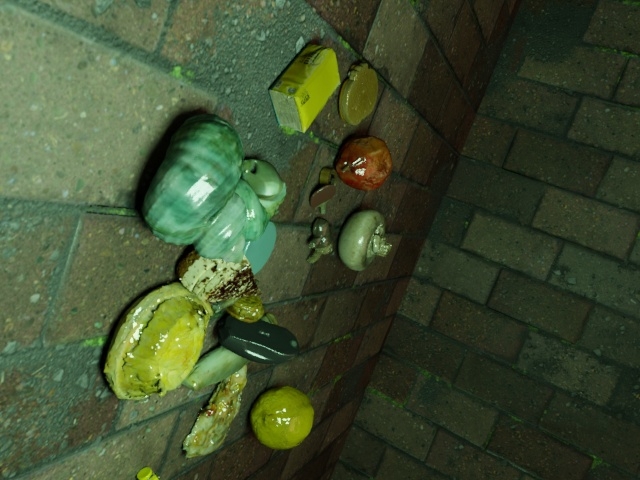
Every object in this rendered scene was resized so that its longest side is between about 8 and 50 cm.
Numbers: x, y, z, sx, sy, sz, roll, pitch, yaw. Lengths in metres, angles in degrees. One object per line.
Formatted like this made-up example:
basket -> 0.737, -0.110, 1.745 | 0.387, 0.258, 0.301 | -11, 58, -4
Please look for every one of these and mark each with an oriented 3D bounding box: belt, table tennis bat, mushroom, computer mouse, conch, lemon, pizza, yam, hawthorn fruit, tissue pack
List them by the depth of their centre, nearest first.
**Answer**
conch -> -0.213, -0.077, 0.984 | 0.220, 0.195, 0.277 | -32, 104, -36
conch -> -0.161, -0.085, 1.154 | 0.188, 0.122, 0.175 | -13, 97, -64
tissue pack -> -0.031, -0.345, 1.239 | 0.169, 0.082, 0.120 | -56, 155, -24
yam -> -0.194, 0.126, 1.304 | 0.234, 0.027, 0.029 | -35, 125, -70
table tennis bat -> -0.161, -0.002, 1.354 | 0.149, 0.038, 0.237 | -53, 159, -27
computer mouse -> -0.160, 0.253, 1.383 | 0.073, 0.217, 0.122 | -59, -167, 28
mushroom -> -0.229, 0.298, 1.432 | 0.333, 0.087, 0.107 | -36, 141, -46
pizza -> -0.267, 0.462, 1.524 | 0.297, 0.071, 0.189 | -65, 158, -6
belt -> 0.022, -0.180, 1.595 | 0.083, 0.036, 0.059 | 72, 39, -59
table tennis bat -> 0.007, -0.119, 1.609 | 0.087, 0.013, 0.156 | -30, 159, -11
hawthorn fruit -> 0.132, -0.233, 1.633 | 0.173, 0.173, 0.179 | -65, 160, -3
lemon -> -0.125, 0.580, 1.797 | 0.204, 0.204, 0.260 | -66, 157, -2
mushroom -> 0.160, 0.001, 1.907 | 0.226, 0.178, 0.226 | 15, 90, -74

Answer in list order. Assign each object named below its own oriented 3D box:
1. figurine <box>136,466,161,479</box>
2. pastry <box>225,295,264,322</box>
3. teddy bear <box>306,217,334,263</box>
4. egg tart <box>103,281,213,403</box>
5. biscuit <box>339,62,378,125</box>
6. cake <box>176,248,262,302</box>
figurine -> -0.438, 0.622, 1.275 | 0.178, 0.109, 0.129 | -27, 158, -54
pastry -> -0.191, 0.160, 1.359 | 0.057, 0.109, 0.097 | -63, -156, 19
teddy bear -> 0.007, 0.005, 1.689 | 0.119, 0.078, 0.160 | -43, 150, -38
egg tart -> -0.315, 0.225, 1.124 | 0.291, 0.107, 0.290 | -48, 151, -38
biscuit -> 0.099, -0.413, 1.525 | 0.170, 0.050, 0.170 | -37, 137, -44
cake -> -0.221, 0.087, 1.204 | 0.135, 0.112, 0.246 | -39, 164, -13
